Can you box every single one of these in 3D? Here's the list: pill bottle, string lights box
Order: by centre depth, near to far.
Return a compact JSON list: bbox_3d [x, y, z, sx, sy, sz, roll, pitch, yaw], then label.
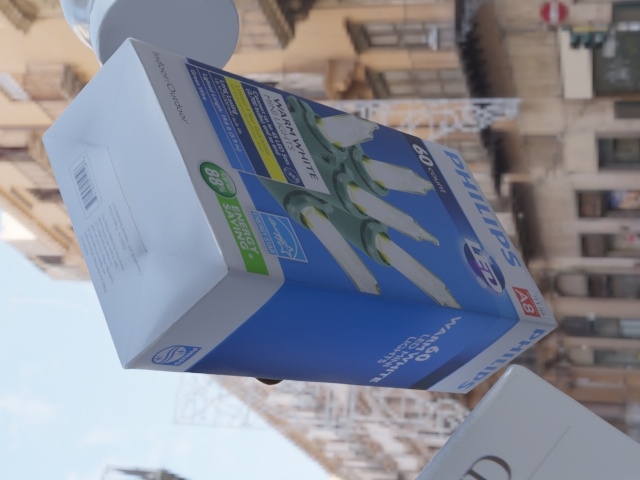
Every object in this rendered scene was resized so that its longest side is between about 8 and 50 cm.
[{"bbox_3d":[0.000,0.000,0.589,0.260,0.077,0.133,11,-135,-48],"label":"string lights box"},{"bbox_3d":[-0.179,-0.271,1.105,0.162,0.162,0.278,73,174,-49],"label":"pill bottle"}]

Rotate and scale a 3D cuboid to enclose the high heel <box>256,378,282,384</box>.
[{"bbox_3d":[-0.180,0.020,1.364,0.377,0.127,0.181,58,166,-26],"label":"high heel"}]

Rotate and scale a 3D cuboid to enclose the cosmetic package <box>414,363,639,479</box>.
[{"bbox_3d":[0.196,0.285,0.483,0.230,0.453,0.161,-45,-24,-29],"label":"cosmetic package"}]
